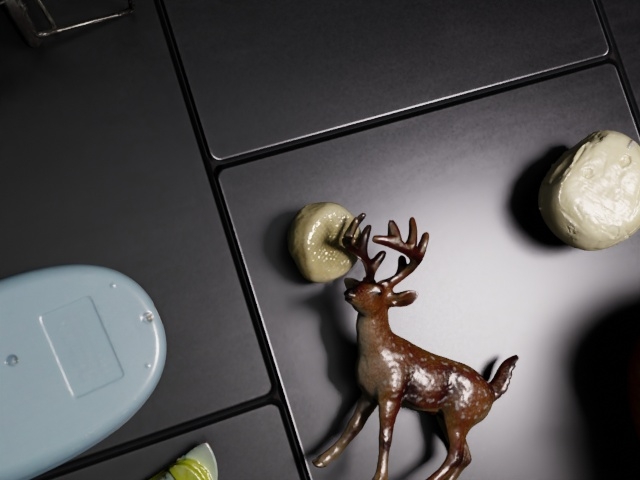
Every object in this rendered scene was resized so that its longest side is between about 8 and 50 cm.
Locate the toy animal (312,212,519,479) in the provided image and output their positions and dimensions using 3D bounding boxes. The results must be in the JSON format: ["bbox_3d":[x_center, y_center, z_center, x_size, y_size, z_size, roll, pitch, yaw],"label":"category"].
[{"bbox_3d":[0.086,0.123,0.786,0.243,0.087,0.260,25,81,-31],"label":"toy animal"}]

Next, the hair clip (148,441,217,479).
[{"bbox_3d":[-0.174,0.273,0.749,0.188,0.033,0.060,-34,92,-15],"label":"hair clip"}]

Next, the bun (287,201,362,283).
[{"bbox_3d":[0.000,0.000,0.801,0.086,0.054,0.086,-5,100,-35],"label":"bun"}]

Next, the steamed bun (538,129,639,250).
[{"bbox_3d":[0.299,-0.048,0.843,0.112,0.091,0.130,40,81,1],"label":"steamed bun"}]

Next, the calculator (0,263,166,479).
[{"bbox_3d":[-0.297,0.133,0.739,0.302,0.042,0.188,-25,89,-15],"label":"calculator"}]

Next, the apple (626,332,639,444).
[{"bbox_3d":[0.462,0.163,0.758,0.316,0.288,0.288,-15,86,-22],"label":"apple"}]

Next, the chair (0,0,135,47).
[{"bbox_3d":[-0.310,-0.252,0.730,0.221,0.145,0.140,-32,89,-13],"label":"chair"}]
